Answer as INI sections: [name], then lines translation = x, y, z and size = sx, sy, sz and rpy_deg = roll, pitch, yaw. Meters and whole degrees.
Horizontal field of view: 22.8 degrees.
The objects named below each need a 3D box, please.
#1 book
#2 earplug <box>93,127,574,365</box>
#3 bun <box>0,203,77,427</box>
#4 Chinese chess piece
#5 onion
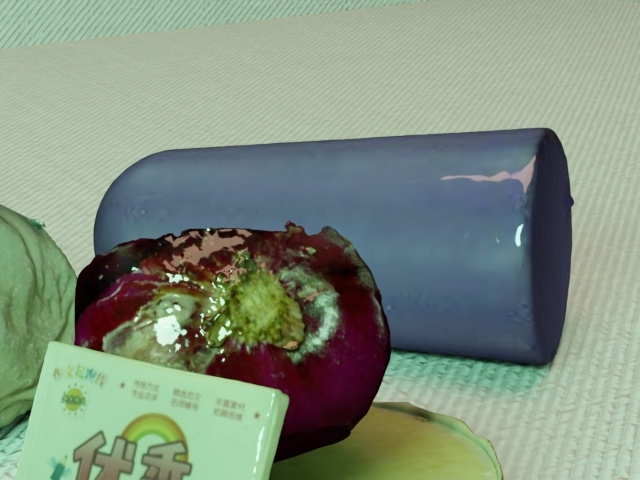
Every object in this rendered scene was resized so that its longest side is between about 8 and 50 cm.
[book]
translation = -0.113, 0.182, 0.887
size = 0.162, 0.232, 0.022
rpy_deg = 10, -6, 28
[earplug]
translation = 0.000, 0.000, 1.493
size = 0.455, 0.215, 0.215
rpy_deg = 1, 17, 18
[bun]
translation = -0.329, 0.054, 1.317
size = 0.281, 0.205, 0.281
rpy_deg = 1, 18, 0
[Chinese chess piece]
translation = -0.002, 0.191, 1.033
size = 0.257, 0.104, 0.257
rpy_deg = -2, 18, 0
[onion]
translation = -0.059, 0.081, 1.020
size = 0.195, 0.140, 0.218
rpy_deg = -9, -19, -16
